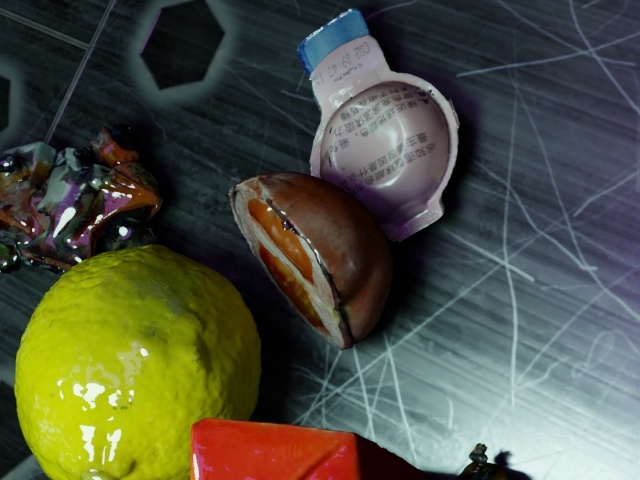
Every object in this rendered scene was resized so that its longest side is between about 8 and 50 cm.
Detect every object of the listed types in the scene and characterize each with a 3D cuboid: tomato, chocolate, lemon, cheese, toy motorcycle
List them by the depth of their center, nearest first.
[{"bbox_3d":[0.006,0.352,1.358,0.161,0.360,0.341,-8,73,14],"label":"chocolate"},{"bbox_3d":[0.000,0.000,1.551,0.112,0.228,0.199,-37,61,-17],"label":"tomato"},{"bbox_3d":[-0.200,0.147,1.553,0.268,0.322,0.268,7,118,14],"label":"lemon"},{"bbox_3d":[0.056,-0.131,1.614,0.189,0.074,0.286,-33,64,17],"label":"cheese"},{"bbox_3d":[-0.346,-0.055,1.785,0.401,0.134,0.207,6,80,29],"label":"toy motorcycle"}]

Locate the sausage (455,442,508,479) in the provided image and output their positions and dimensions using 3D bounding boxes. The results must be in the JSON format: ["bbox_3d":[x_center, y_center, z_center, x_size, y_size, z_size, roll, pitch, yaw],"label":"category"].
[{"bbox_3d":[0.161,0.384,1.419,0.082,0.082,0.371,-6,73,28],"label":"sausage"}]
